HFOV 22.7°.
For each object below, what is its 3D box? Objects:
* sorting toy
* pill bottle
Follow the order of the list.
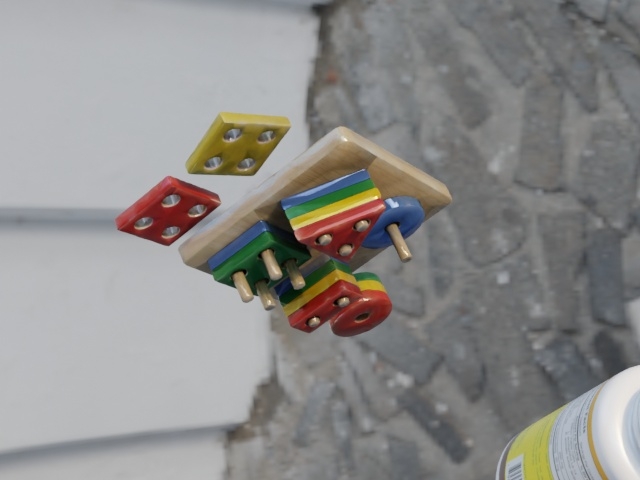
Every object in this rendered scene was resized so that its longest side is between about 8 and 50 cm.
[{"bbox_3d":[0.000,0.000,0.981,0.132,0.274,0.046,-36,59,20],"label":"sorting toy"},{"bbox_3d":[0.231,0.167,1.214,0.215,0.117,0.117,-44,60,57],"label":"pill bottle"}]
